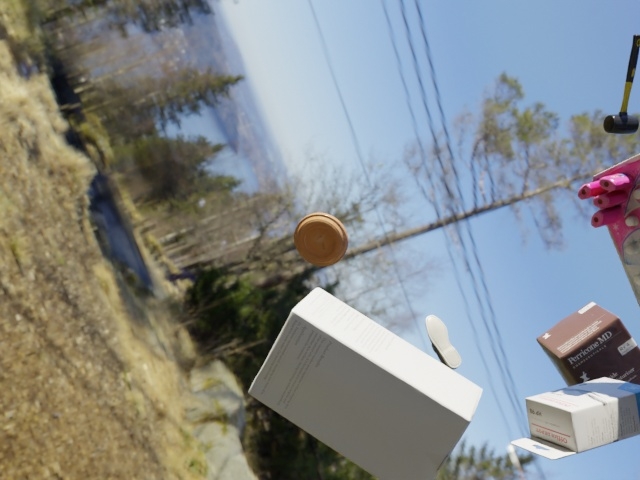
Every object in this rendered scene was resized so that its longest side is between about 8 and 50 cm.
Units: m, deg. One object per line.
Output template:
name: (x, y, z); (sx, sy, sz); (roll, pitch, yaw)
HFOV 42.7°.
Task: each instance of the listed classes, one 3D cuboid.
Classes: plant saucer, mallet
plant saucer: (0.000, 0.000, 1.217); (0.083, 0.084, 0.013); (70, 23, -14)
mallet: (0.595, -0.294, 1.561); (0.039, 0.062, 0.189); (-141, -118, -65)

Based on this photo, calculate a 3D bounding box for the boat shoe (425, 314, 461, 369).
boat shoe: (0.260, 0.221, 1.765); (0.125, 0.046, 0.038); (59, -21, 12)

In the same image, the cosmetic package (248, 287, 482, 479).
cosmetic package: (0.086, 0.288, 1.559); (0.385, 0.217, 0.156); (32, 22, 7)

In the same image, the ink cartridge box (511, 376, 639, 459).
ink cartridge box: (0.361, 0.244, 1.134); (0.104, 0.180, 0.060); (180, -98, -68)

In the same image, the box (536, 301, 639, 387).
box: (0.652, 0.284, 1.926); (0.203, 0.168, 0.167); (54, 2, -10)

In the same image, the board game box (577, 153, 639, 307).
board game box: (0.511, 0.045, 0.963); (0.390, 0.050, 0.389); (-34, -106, 61)
